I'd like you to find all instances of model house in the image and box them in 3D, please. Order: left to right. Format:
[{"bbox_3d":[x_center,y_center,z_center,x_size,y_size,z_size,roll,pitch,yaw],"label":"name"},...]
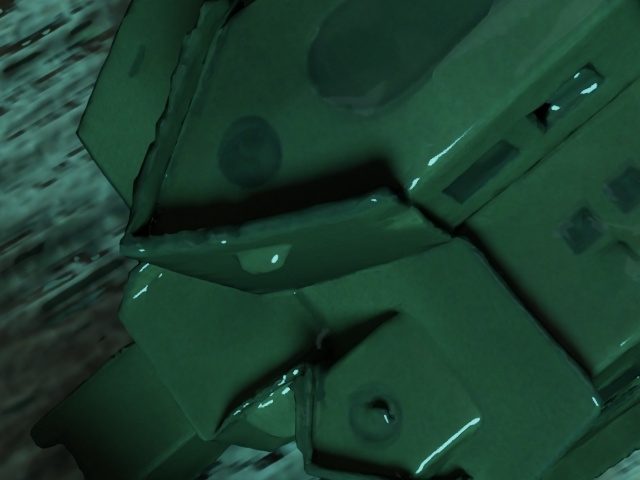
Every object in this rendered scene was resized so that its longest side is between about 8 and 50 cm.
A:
[{"bbox_3d":[0.000,0.000,0.522,0.243,0.204,0.211,-42,69,10],"label":"model house"}]
